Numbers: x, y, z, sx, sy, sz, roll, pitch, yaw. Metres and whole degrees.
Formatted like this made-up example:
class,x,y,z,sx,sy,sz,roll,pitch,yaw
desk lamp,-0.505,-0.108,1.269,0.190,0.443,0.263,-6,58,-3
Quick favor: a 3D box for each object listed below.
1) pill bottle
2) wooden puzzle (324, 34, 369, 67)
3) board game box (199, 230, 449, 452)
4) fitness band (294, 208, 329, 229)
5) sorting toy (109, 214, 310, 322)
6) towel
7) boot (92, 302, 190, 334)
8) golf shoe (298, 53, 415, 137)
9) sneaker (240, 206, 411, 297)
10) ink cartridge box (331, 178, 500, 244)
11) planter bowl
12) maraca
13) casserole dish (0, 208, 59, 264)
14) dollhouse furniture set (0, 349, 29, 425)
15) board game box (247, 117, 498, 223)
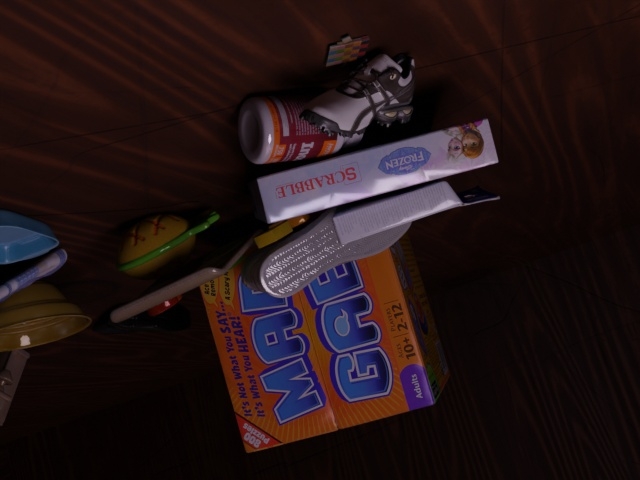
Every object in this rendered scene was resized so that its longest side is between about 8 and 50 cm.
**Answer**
class,x,y,z,sx,sy,sz,roll,pitch,yaw
pill bottle,-0.023,-0.147,1.167,0.152,0.086,0.086,-9,165,-29
wooden puzzle,0.031,-0.227,1.083,0.049,0.006,0.083,-14,167,-10
board game box,0.020,0.162,1.750,0.356,0.356,0.356,-17,176,12
fitness band,0.065,-0.088,1.600,0.290,0.054,0.209,-17,169,6
sorting toy,-0.166,0.043,1.446,0.307,0.041,0.229,-24,-172,22
towel,-0.546,0.111,1.432,0.209,0.034,0.285,-26,-169,31
boot,-0.415,0.185,2.090,0.197,0.077,0.137,12,156,-37
golf shoe,0.048,-0.184,1.100,0.198,0.077,0.094,-25,138,-49
sneaker,0.000,0.000,1.509,0.292,0.108,0.169,-26,-172,-20
ink cartridge box,0.130,-0.057,1.294,0.224,0.045,0.223,-16,-175,4
planter bowl,-0.538,0.132,1.658,0.217,0.090,0.217,-15,166,-4
maraca,-0.249,0.001,1.471,0.185,0.099,0.127,-29,-165,-7
casserole dish,-0.463,-0.007,1.312,0.114,0.037,0.188,-19,166,10
dollhouse furniture set,-0.811,0.242,1.890,0.303,0.174,0.355,-10,142,30
board game box,0.057,-0.098,1.317,0.318,0.066,0.318,-16,-175,-7
